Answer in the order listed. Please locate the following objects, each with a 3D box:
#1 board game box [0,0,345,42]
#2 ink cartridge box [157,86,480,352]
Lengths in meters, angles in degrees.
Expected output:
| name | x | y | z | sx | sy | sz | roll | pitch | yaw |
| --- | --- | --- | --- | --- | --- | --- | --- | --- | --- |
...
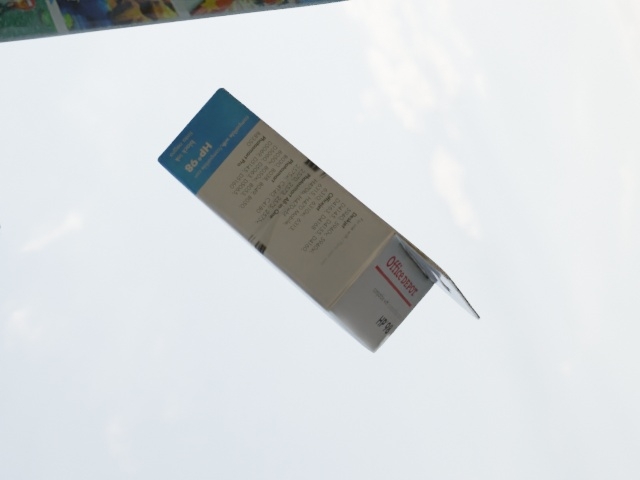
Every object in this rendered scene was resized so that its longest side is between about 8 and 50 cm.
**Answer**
| name | x | y | z | sx | sy | sz | roll | pitch | yaw |
| --- | --- | --- | --- | --- | --- | --- | --- | --- | --- |
| board game box | -0.145 | -0.167 | 0.428 | 0.097 | 0.303 | 0.224 | -65 | -32 | -64 |
| ink cartridge box | 0.000 | 0.000 | 0.888 | 0.180 | 0.060 | 0.104 | 41 | 178 | 24 |
